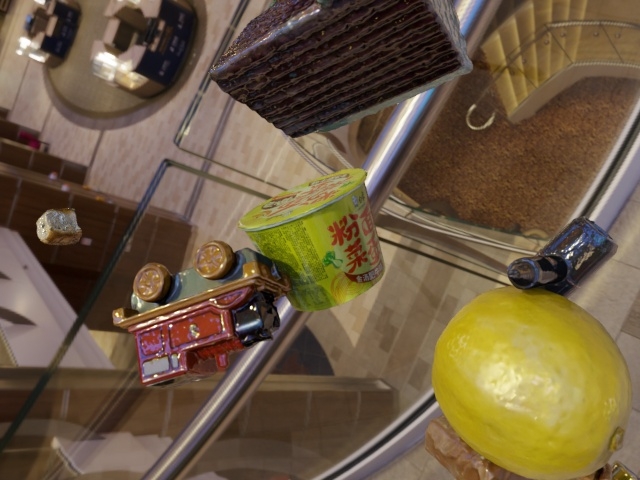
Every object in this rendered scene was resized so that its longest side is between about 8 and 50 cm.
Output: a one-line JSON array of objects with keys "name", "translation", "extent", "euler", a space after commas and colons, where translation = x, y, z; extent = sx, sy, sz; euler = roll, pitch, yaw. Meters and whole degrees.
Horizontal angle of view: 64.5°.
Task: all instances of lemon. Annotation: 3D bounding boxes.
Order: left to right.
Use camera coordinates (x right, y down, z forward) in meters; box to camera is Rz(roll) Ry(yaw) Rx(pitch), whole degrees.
[{"name": "lemon", "translation": [0.371, 0.249, 0.910], "extent": [0.348, 0.348, 0.348], "euler": [-15, 68, 41]}]

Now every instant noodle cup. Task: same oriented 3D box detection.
[{"name": "instant noodle cup", "translation": [0.000, 0.000, 1.117], "extent": [0.311, 0.311, 0.221], "euler": [-6, 113, 43]}]

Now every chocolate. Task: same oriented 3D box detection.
[{"name": "chocolate", "translation": [0.325, 0.427, 1.055], "extent": [0.214, 0.148, 0.093], "euler": [30, 122, 59]}]

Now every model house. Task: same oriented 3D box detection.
[{"name": "model house", "translation": [-0.001, -0.261, 0.597], "extent": [0.280, 0.249, 0.230], "euler": [-17, 89, 32]}]

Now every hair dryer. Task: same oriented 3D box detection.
[{"name": "hair dryer", "translation": [0.421, 0.044, 0.925], "extent": [0.107, 0.352, 0.189], "euler": [50, 117, 26]}]

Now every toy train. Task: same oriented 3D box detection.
[{"name": "toy train", "translation": [-0.235, 0.148, 0.987], "extent": [0.369, 0.163, 0.232], "euler": [-20, 70, 15]}]

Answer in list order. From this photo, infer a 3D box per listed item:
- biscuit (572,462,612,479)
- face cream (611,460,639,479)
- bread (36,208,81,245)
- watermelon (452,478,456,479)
[{"name": "biscuit", "translation": [0.596, 0.601, 1.165], "extent": [0.066, 0.220, 0.220], "euler": [27, 97, 25]}, {"name": "face cream", "translation": [0.679, 0.723, 1.285], "extent": [0.349, 0.105, 0.105], "euler": [-51, 48, 7]}, {"name": "bread", "translation": [-0.595, -0.028, 1.153], "extent": [0.083, 0.070, 0.077], "euler": [-22, 83, 43]}, {"name": "watermelon", "translation": [0.347, 0.744, 1.239], "extent": [0.213, 0.201, 0.262], "euler": [-127, 20, -52]}]
